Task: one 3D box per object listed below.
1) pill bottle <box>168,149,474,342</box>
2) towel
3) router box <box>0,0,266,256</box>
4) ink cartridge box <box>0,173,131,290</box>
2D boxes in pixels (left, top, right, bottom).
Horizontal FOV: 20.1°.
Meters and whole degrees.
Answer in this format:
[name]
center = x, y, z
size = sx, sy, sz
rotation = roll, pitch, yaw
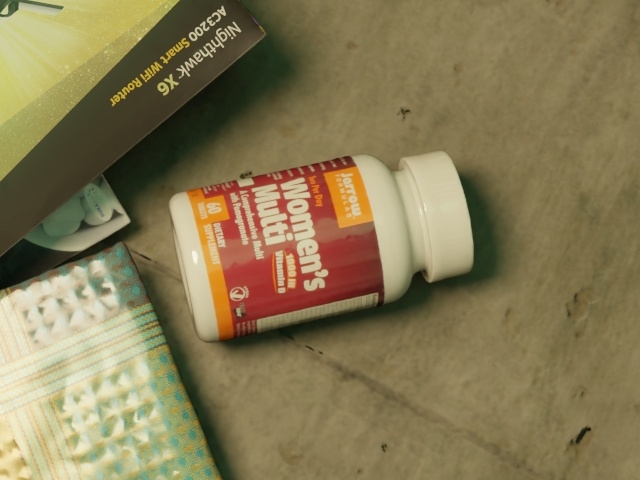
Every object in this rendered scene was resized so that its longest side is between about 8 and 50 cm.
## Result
[pill bottle]
center = 0.000, 0.000, 1.407
size = 0.221, 0.121, 0.121
rotation = -13, 82, -6
[towel]
center = -0.201, 0.219, 1.354
size = 0.271, 0.040, 0.370
rotation = -21, 83, -6
[router box]
center = -0.235, -0.149, 1.344
size = 0.309, 0.081, 0.243
rotation = -41, 100, -6
[ink cartridge box]
center = -0.288, -0.052, 1.406
size = 0.208, 0.045, 0.206
rotation = -31, 98, -6
